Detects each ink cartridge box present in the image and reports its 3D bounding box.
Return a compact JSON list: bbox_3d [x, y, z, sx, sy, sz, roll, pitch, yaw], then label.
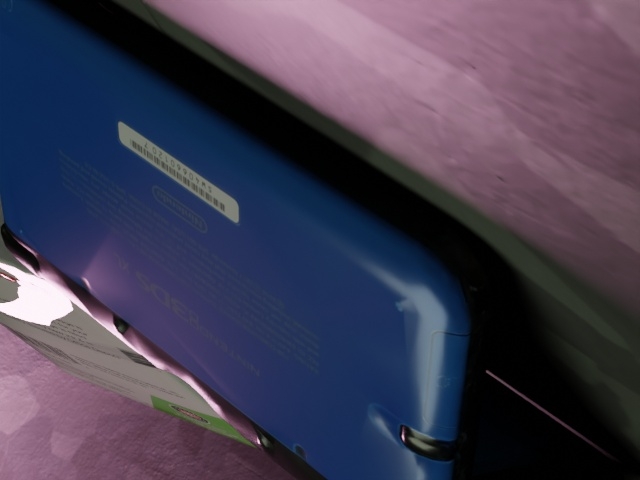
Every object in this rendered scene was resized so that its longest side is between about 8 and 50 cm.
[{"bbox_3d":[-0.140,0.011,1.021,0.198,0.115,0.273,17,162,32],"label":"ink cartridge box"}]

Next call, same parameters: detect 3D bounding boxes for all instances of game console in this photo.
[{"bbox_3d":[0.000,0.000,0.749,0.293,0.173,0.250,34,141,30],"label":"game console"}]
